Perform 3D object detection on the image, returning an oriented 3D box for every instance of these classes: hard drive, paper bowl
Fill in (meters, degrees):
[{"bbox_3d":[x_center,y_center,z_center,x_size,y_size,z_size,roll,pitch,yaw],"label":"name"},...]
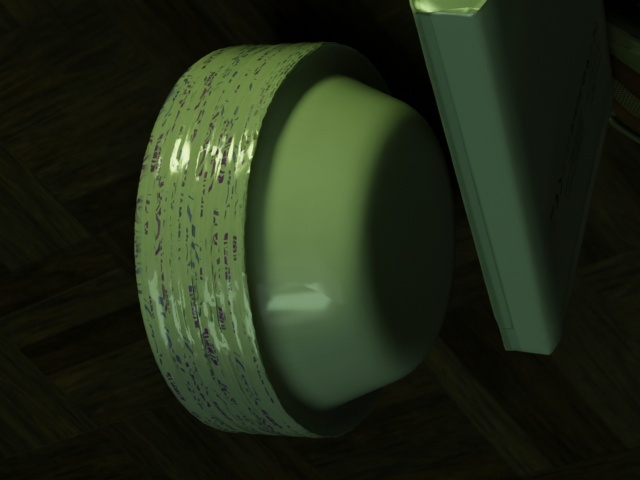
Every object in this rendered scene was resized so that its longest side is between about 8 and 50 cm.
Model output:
[{"bbox_3d":[0.113,-0.101,0.901,0.040,0.203,0.307,6,149,19],"label":"hard drive"},{"bbox_3d":[0.000,0.000,1.208,0.148,0.284,0.284,1,132,25],"label":"paper bowl"}]

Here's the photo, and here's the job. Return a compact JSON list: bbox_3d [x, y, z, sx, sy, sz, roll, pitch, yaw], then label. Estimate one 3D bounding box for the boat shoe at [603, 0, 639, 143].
[{"bbox_3d":[0.153,-0.157,1.101,0.324,0.122,0.120,36,140,-9],"label":"boat shoe"}]
